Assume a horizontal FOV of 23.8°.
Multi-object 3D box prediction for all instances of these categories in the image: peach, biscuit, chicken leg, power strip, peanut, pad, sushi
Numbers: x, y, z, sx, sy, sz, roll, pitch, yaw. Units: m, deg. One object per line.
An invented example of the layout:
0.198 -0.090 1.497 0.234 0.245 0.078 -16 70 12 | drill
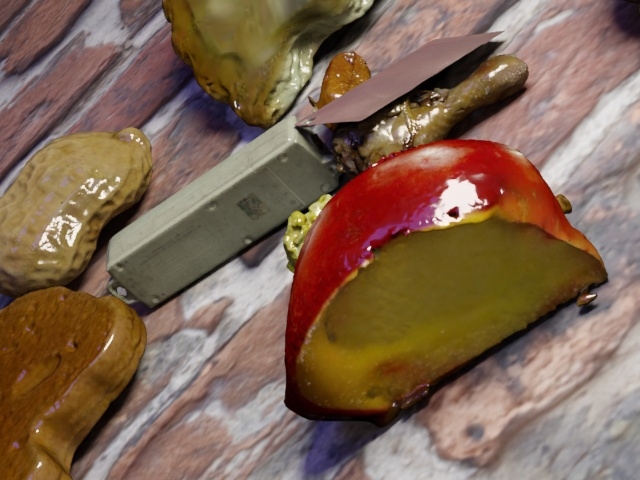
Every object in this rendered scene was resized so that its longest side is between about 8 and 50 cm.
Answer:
0.064 0.020 1.182 0.267 0.159 0.154 -37 28 17 | peach
-0.038 -0.283 1.595 0.329 0.078 0.335 -6 74 32 | biscuit
0.100 -0.109 1.364 0.198 0.069 0.085 -27 13 15 | chicken leg
-0.098 -0.025 1.471 0.272 0.078 0.052 -33 33 21 | power strip
-0.280 -0.036 1.659 0.233 0.110 0.197 -54 31 -10 | peanut
-0.323 0.184 1.503 0.381 0.074 0.359 -28 38 22 | biscuit
0.074 -0.150 1.408 0.188 0.006 0.113 -34 19 -28 | pad
0.022 -0.140 1.488 0.118 0.061 0.060 -60 -11 -50 | sushi

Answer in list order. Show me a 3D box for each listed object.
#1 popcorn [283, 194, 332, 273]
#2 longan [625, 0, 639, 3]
0.002 0.001 1.348 0.068 0.059 0.083 9 61 6 | popcorn
0.287 -0.286 1.246 0.189 0.189 0.189 -29 36 24 | longan
